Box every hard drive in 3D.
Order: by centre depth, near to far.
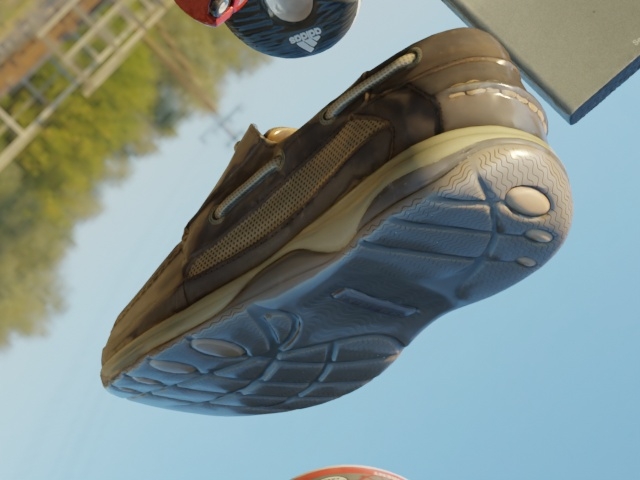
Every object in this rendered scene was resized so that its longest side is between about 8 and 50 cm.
[{"bbox_3d":[0.139,-0.144,0.930,0.094,0.135,0.022,-41,158,-4],"label":"hard drive"}]

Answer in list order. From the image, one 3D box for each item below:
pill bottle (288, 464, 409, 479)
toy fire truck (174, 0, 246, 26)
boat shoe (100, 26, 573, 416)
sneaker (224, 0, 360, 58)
[{"bbox_3d":[0.025,0.315,1.158,0.210,0.210,0.363,-44,-173,6],"label":"pill bottle"},{"bbox_3d":[-0.044,-0.263,1.165,0.135,0.047,0.192,-44,162,-37],"label":"toy fire truck"},{"bbox_3d":[0.000,0.000,0.893,0.355,0.132,0.130,-30,-130,39],"label":"boat shoe"},{"bbox_3d":[-0.069,-0.394,1.324,0.169,0.447,0.257,-15,-159,20],"label":"sneaker"}]
